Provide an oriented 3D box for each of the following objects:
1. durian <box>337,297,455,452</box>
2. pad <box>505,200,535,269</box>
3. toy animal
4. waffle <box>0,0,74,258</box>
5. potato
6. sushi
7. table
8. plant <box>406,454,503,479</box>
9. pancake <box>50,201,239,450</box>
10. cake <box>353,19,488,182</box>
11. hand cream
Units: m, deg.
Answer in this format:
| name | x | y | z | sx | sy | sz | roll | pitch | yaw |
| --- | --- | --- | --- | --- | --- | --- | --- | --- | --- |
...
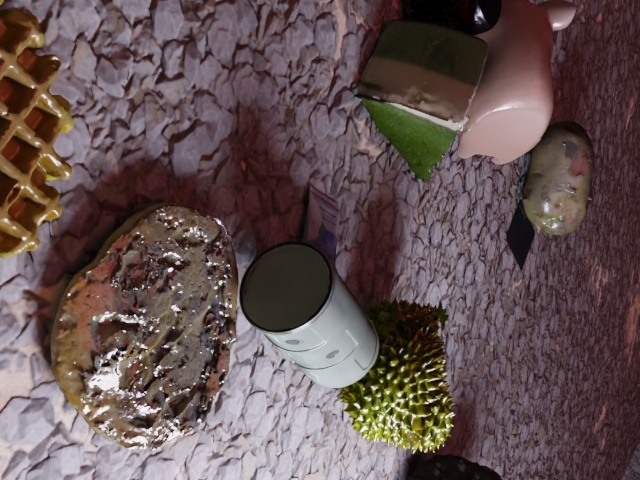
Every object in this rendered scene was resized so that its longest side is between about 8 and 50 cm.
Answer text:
| name | x | y | z | sx | sy | sz | roll | pitch | yaw |
| --- | --- | --- | --- | --- | --- | --- | --- | --- | --- |
| durian | 0.117 | 0.204 | 1.163 | 0.176 | 0.200 | 0.237 | 21 | 68 | -29 |
| pad | 0.478 | -0.011 | 1.771 | 0.157 | 0.003 | 0.112 | 49 | 59 | -48 |
| toy animal | 0.335 | -0.294 | 1.336 | 0.213 | 0.195 | 0.256 | 126 | -34 | -69 |
| waffle | -0.314 | -0.086 | 0.612 | 0.249 | 0.056 | 0.253 | 1 | 99 | -54 |
| potato | 0.555 | -0.144 | 1.718 | 0.165 | 0.165 | 0.262 | 3 | 99 | -54 |
| sushi | 0.207 | -0.436 | 1.191 | 0.136 | 0.126 | 0.225 | -36 | 121 | -43 |
| table | -0.009 | 0.105 | 0.997 | 0.126 | 0.126 | 0.220 | -65 | 152 | -19 |
| plant | 0.253 | 0.597 | 1.438 | 0.215 | 0.213 | 0.312 | -18 | 113 | -54 |
| pancake | -0.182 | 0.097 | 0.847 | 0.282 | 0.049 | 0.282 | -17 | 111 | -52 |
| cake | 0.204 | -0.203 | 1.204 | 0.283 | 0.172 | 0.158 | 47 | 64 | -51 |
| hand cream | 0.000 | 0.000 | 1.080 | 0.084 | 0.053 | 0.142 | 32 | 63 | -53 |
